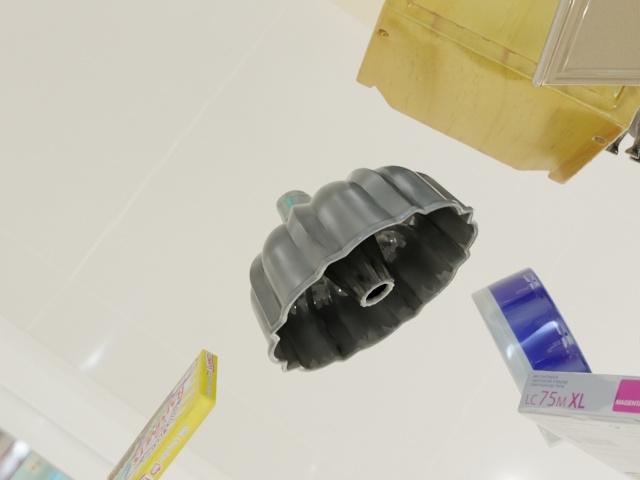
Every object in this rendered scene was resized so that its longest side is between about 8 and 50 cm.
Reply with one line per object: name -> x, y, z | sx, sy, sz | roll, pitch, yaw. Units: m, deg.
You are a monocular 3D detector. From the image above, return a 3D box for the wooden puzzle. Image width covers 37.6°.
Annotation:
wooden puzzle -> 0.350, -0.265, 0.996 | 0.044, 0.238, 0.221 | -116, -152, -44

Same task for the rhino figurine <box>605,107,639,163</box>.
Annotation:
rhino figurine -> 0.538, -0.177, 1.506 | 0.243, 0.073, 0.106 | -112, -136, -81

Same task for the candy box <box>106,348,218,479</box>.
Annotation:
candy box -> -0.180, 0.225, 1.047 | 0.206, 0.027, 0.105 | -53, -161, 14

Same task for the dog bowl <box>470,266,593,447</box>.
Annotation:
dog bowl -> 0.337, 0.178, 1.449 | 0.104, 0.265, 0.265 | -27, -179, 6

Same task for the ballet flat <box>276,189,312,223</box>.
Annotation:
ballet flat -> 0.000, 0.000, 1.456 | 0.072, 0.068, 0.213 | -33, 139, 11

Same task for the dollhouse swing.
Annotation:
dollhouse swing -> 0.283, -0.322, 1.298 | 0.315, 0.346, 0.305 | 115, 0, -72

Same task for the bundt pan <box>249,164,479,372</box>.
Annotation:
bundt pan -> 0.042, 0.026, 1.247 | 0.331, 0.124, 0.331 | -29, 153, -17

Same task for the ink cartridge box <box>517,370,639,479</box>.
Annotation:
ink cartridge box -> 0.398, 0.239, 1.078 | 0.186, 0.311, 0.065 | -8, -127, 56
